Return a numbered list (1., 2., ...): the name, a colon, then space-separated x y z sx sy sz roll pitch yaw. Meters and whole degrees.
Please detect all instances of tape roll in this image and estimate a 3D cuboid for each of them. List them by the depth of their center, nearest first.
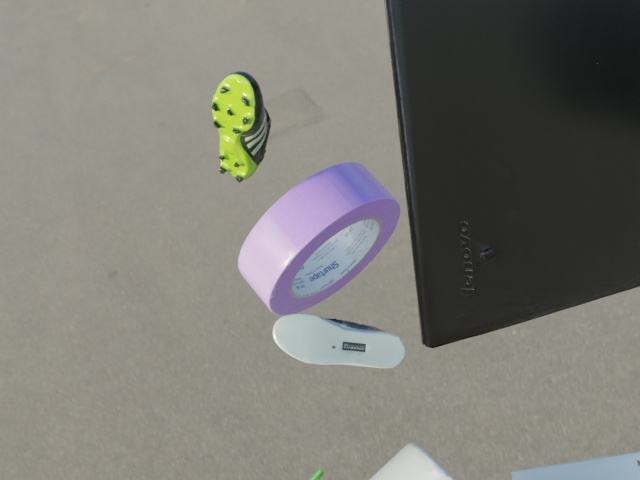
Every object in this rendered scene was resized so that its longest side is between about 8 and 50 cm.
1. tape roll: 0.000 0.000 1.426 0.275 0.275 0.090 -33 68 -20

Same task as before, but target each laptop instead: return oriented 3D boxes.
1. laptop: 0.232 -0.159 0.826 0.236 0.382 0.408 0 25 18

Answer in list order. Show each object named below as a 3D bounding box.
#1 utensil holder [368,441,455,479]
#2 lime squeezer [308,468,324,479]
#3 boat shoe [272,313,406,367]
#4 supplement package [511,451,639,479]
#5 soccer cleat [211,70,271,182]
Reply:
1. utensil holder: 0.074 0.469 0.957 0.385 0.327 0.327 -43 40 -7
2. lime squeezer: -0.120 0.580 1.785 0.310 0.059 0.110 -31 6 18
3. boat shoe: 0.022 0.141 1.188 0.183 0.065 0.083 12 -3 -7
4. supplement package: 0.401 0.429 1.169 0.204 0.145 0.261 -18 69 29
5. soccer cleat: -0.087 -0.141 0.998 0.060 0.179 0.072 30 60 11
